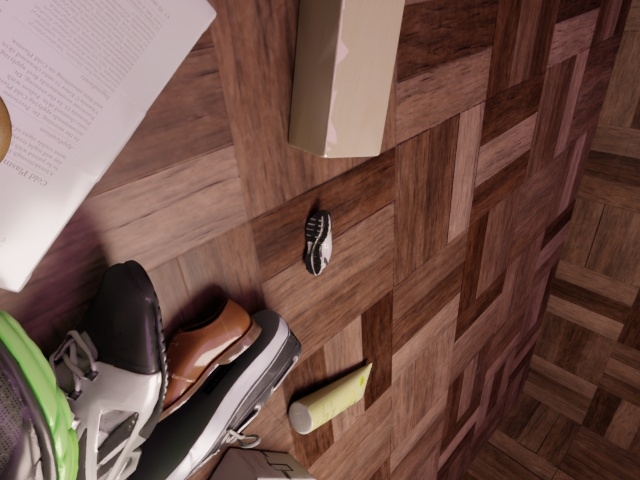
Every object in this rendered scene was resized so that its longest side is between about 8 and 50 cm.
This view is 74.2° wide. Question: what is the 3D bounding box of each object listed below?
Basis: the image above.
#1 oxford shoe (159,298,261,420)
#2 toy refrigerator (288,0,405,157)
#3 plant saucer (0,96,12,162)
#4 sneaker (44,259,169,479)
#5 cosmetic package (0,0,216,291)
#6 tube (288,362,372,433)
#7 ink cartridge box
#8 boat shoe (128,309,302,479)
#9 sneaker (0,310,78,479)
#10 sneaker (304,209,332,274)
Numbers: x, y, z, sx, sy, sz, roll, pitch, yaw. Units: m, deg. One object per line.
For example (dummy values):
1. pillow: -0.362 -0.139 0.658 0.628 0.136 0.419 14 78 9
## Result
1. oxford shoe: -0.182 0.160 0.556 0.212 0.076 0.076 -42 106 -21
2. toy refrigerator: 0.031 -0.250 0.539 0.102 0.094 0.270 -11 118 -37
3. plant saucer: -0.233 -0.069 0.253 0.083 0.015 0.084 -26 129 -37
4. sneaker: -0.253 0.175 0.423 0.146 0.122 0.331 4 111 -44
5. cosmetic package: -0.281 -0.167 0.229 0.285 0.097 0.377 -59 141 -8
6. tube: 0.035 0.327 0.884 0.070 0.062 0.240 -36 161 33
7. ink cartridge box: -0.119 0.471 0.764 0.148 0.085 0.203 -57 141 -9
8. boat shoe: -0.140 0.243 0.598 0.306 0.113 0.105 -52 126 -29
9. sneaker: -0.321 0.254 0.280 0.202 0.185 0.484 0 105 -81
10. sneaker: 0.000 0.000 0.687 0.043 0.040 0.109 -31 136 -56
